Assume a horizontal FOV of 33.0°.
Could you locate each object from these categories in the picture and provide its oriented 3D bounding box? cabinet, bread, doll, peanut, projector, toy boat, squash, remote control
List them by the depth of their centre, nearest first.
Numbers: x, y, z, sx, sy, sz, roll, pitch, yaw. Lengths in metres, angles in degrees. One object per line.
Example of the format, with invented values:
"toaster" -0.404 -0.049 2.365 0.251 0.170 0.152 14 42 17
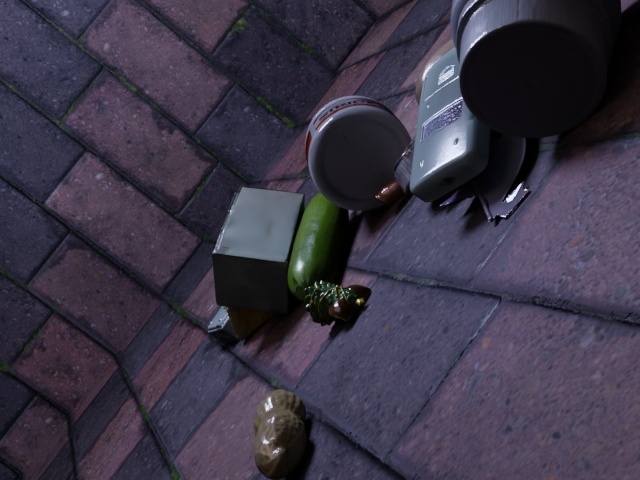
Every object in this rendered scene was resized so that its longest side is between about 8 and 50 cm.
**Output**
"peanut" -0.059 0.279 1.559 0.082 0.082 0.187 -49 14 11
"toy boat" 0.262 -0.134 1.638 0.219 0.072 0.318 -55 16 -3
"remote control" 0.207 -0.194 1.687 0.140 0.056 0.296 -31 34 37
"doll" 0.024 0.094 1.789 0.078 0.076 0.113 -48 10 -32
"squash" 0.000 0.000 2.096 0.101 0.101 0.378 -44 19 30
"cabinet" -0.119 0.016 2.152 0.206 0.150 0.145 -76 -10 -46
"bread" -0.108 0.121 2.240 0.160 0.169 0.140 1 39 20
"projector" -0.179 0.151 2.385 0.147 0.061 0.115 -57 15 -21

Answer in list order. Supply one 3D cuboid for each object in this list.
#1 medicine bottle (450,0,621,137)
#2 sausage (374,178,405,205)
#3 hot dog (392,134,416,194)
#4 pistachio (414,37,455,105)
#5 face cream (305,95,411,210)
"medicine bottle" 0.311 -0.319 1.570 0.245 0.245 0.306 -41 25 39
"sausage" 0.171 -0.133 1.986 0.176 0.047 0.040 -51 9 -7
"hot dog" 0.204 -0.172 1.847 0.252 0.069 0.131 -50 -14 -32
"pistachio" 0.264 -0.314 1.992 0.223 0.126 0.152 -49 14 1
"face cream" 0.072 -0.171 2.089 0.201 0.201 0.187 -49 12 9
